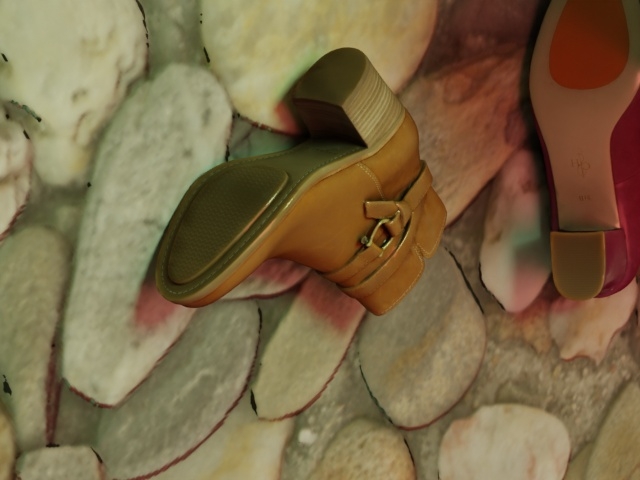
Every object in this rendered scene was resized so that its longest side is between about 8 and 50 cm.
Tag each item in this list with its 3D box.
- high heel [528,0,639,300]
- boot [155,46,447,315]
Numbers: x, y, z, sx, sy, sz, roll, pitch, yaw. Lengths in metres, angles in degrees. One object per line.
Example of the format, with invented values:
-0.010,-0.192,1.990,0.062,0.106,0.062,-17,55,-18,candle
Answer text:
0.198,-0.080,1.221,0.117,0.082,0.244,-18,106,-69,high heel
0.000,0.000,1.053,0.197,0.073,0.152,-48,135,-16,boot
